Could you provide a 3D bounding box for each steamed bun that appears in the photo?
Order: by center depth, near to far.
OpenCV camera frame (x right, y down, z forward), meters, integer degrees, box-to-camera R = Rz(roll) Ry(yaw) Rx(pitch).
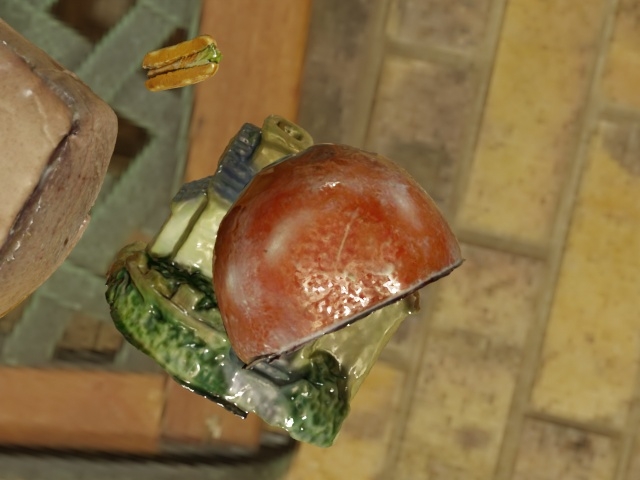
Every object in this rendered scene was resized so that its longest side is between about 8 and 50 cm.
[{"bbox_3d":[-0.345,-0.057,1.653,0.301,0.251,0.199,-53,169,3],"label":"steamed bun"}]

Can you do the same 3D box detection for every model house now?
[{"bbox_3d":[-0.038,0.030,1.825,0.266,0.321,0.261,-56,-173,14],"label":"model house"}]

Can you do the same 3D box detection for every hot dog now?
[{"bbox_3d":[-0.108,-0.140,1.325,0.021,0.083,0.037,0,84,-53],"label":"hot dog"}]

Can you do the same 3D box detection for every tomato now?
[{"bbox_3d":[0.000,0.000,1.424,0.155,0.214,0.181,65,-9,-5],"label":"tomato"}]
